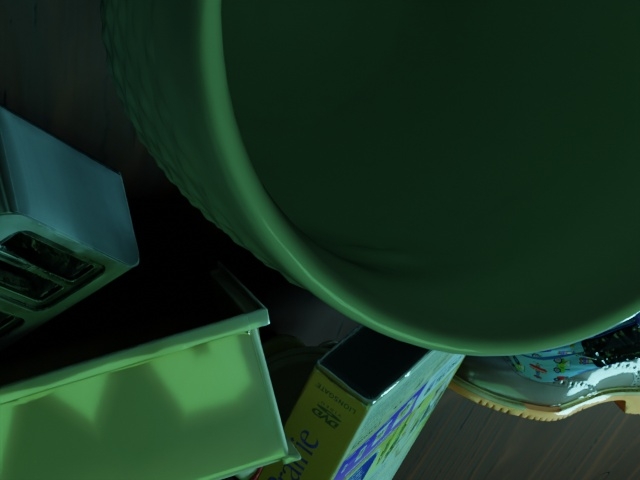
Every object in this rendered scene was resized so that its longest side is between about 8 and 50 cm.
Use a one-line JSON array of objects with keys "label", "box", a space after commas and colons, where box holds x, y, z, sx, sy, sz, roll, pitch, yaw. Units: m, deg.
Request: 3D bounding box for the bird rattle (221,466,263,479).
[{"label": "bird rattle", "box": [-0.032, 0.229, 1.486, 0.253, 0.143, 0.207, -14, 138, 9]}]

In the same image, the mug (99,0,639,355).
[{"label": "mug", "box": [0.062, -0.151, 0.668, 0.374, 0.328, 0.276, -44, 113, -7]}]

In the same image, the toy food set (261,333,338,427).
[{"label": "toy food set", "box": [-0.023, 0.144, 1.357, 0.192, 0.038, 0.132, -11, 133, -4]}]

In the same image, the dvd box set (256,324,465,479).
[{"label": "dvd box set", "box": [0.014, 0.219, 1.236, 0.307, 0.062, 0.420, -33, 154, -53]}]

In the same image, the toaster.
[{"label": "toaster", "box": [-0.241, -0.005, 0.916, 0.168, 0.110, 0.185, -32, 149, 16]}]

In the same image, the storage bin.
[{"label": "storage bin", "box": [-0.175, 0.123, 1.054, 0.262, 0.123, 0.260, -17, -169, -10]}]

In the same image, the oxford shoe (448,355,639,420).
[{"label": "oxford shoe", "box": [0.289, 0.121, 1.515, 0.363, 0.130, 0.133, 1, 116, -30]}]

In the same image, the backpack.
[{"label": "backpack", "box": [0.249, 0.054, 1.314, 0.173, 0.158, 0.117, -21, 145, 23]}]
